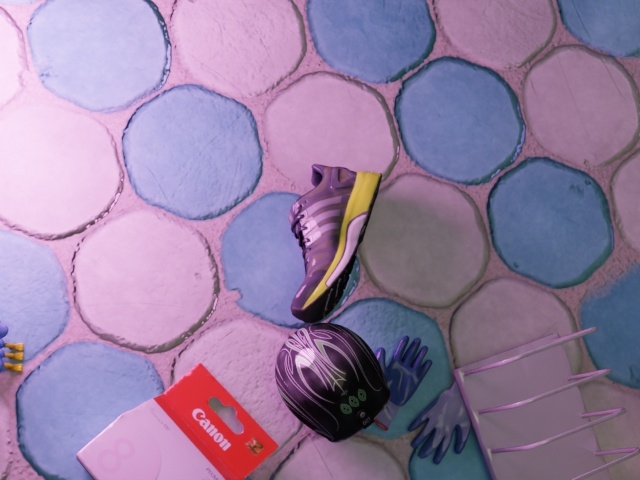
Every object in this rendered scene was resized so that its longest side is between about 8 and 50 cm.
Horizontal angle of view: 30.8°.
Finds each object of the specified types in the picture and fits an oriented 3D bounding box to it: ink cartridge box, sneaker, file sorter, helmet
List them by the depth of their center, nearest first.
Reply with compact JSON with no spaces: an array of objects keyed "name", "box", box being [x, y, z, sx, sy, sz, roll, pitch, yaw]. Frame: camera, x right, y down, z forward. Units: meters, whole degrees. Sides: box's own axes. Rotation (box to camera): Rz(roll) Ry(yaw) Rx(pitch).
[{"name":"ink cartridge box","box":[-0.208,0.310,1.701,0.232,0.066,0.189,-42,74,-13]},{"name":"helmet","box":[0.011,0.204,1.742,0.169,0.169,0.161,-41,100,-18]},{"name":"file sorter","box":[0.364,0.293,1.781,0.192,0.173,0.278,-17,84,-19]},{"name":"sneaker","box":[0.000,0.000,1.801,0.121,0.111,0.300,18,51,5]}]

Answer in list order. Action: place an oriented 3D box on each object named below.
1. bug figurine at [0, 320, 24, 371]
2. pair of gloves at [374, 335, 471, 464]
[{"name":"bug figurine","box":[-0.567,0.205,1.657,0.279,0.072,0.216,-1,78,-13]},{"name":"pair of gloves","box":[0.158,0.249,1.835,0.198,0.023,0.159,34,71,-4]}]
